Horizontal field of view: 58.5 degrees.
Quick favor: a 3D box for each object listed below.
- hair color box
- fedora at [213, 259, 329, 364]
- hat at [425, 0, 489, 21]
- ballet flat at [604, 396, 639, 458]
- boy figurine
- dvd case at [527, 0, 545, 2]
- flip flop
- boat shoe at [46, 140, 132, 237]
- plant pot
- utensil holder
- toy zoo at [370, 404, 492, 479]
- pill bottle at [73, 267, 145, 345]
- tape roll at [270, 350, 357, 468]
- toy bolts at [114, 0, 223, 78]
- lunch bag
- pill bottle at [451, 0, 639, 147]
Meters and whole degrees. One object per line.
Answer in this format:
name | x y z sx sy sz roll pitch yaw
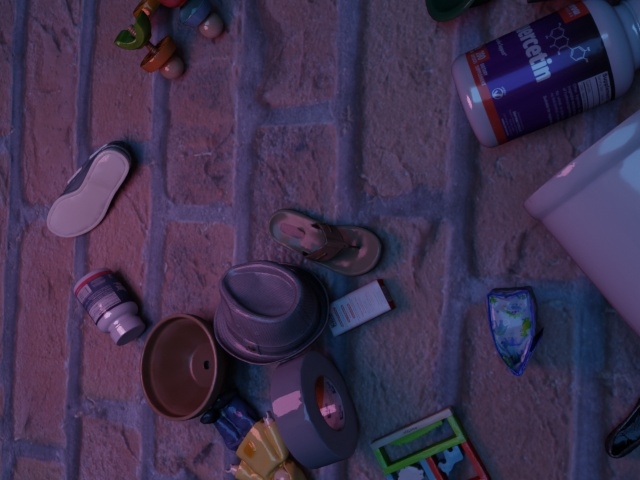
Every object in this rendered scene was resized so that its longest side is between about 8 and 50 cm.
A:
hair color box | 0.080 0.143 1.210 0.141 0.043 0.072 -29 78 19
fedora | -0.121 0.125 1.194 0.276 0.124 0.243 25 66 32
hat | 0.341 -0.501 1.124 0.208 0.184 0.172 5 89 61
ballet flat | 0.571 0.320 1.006 0.057 0.049 0.173 38 103 17
boy figurine | -0.143 0.472 1.273 0.285 0.092 0.177 44 102 20
dvd case | 0.492 -0.436 0.981 0.253 0.180 0.022 2 115 22
flip flop | 0.000 0.000 1.223 0.277 0.080 0.112 21 97 21
boat shoe | -0.590 -0.131 1.474 0.319 0.116 0.099 -44 31 23
plant pot | -0.293 0.288 1.312 0.238 0.110 0.237 -7 77 31
utensil holder | 0.567 -0.010 0.868 0.328 0.328 0.385 -41 78 17
toy zoo | 0.249 0.505 1.145 0.192 0.030 0.293 -32 78 19
pill bottle | -0.518 0.167 1.417 0.108 0.108 0.180 -45 75 16
tape roll | -0.009 0.337 1.149 0.072 0.219 0.219 -26 80 19
toy bolts | -0.342 -0.518 1.367 0.229 0.158 0.218 -29 38 29
lunch bag | 0.359 0.163 1.051 0.096 0.129 0.151 -5 87 22
pill bottle | 0.409 -0.301 1.007 0.323 0.181 0.181 -21 82 20
